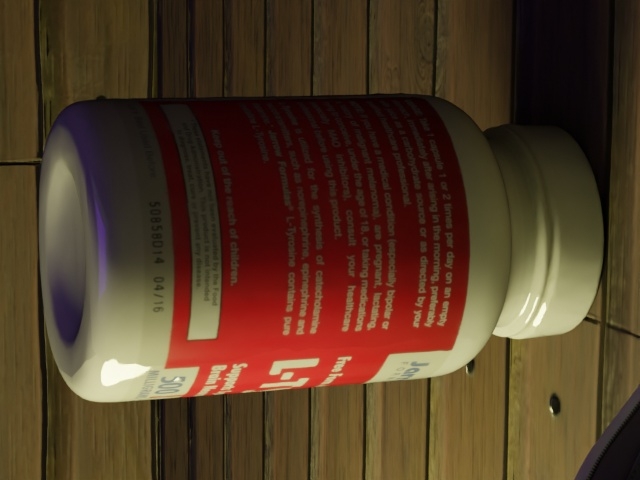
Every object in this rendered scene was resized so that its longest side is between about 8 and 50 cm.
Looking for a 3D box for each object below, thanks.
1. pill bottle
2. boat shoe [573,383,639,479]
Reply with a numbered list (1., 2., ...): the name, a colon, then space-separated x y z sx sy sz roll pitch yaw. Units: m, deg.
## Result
1. pill bottle: 0.000 0.000 1.404 0.229 0.407 0.229 177 90 -71
2. boat shoe: 0.234 0.133 1.080 0.091 0.109 0.305 6 65 61
